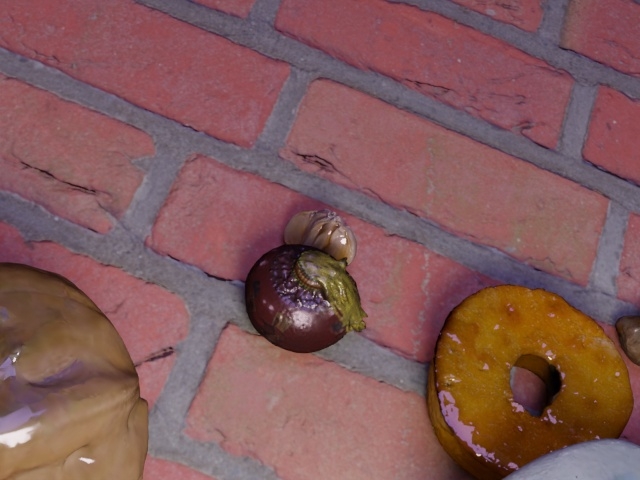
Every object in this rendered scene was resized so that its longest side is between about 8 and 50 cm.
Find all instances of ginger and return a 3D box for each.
[{"bbox_3d":[0.522,0.110,1.712,0.104,0.080,0.204,39,58,17],"label":"ginger"}]

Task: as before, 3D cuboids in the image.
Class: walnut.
[{"bbox_3d":[-0.373,0.212,1.251,0.384,0.383,0.383,7,56,-11],"label":"walnut"}]

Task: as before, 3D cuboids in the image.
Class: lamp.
[{"bbox_3d":[-0.023,0.070,1.549,0.157,0.135,0.156,-21,65,-24],"label":"lamp"}]

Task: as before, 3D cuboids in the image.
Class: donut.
[{"bbox_3d":[0.271,0.209,1.561,0.303,0.110,0.302,9,56,-13],"label":"donut"}]

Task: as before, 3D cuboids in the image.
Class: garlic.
[{"bbox_3d":[0.003,-0.004,1.641,0.113,0.094,0.074,31,15,12],"label":"garlic"}]

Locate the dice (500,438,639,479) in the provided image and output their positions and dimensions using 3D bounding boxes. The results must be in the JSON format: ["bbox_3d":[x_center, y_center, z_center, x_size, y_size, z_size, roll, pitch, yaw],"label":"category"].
[{"bbox_3d":[0.306,0.402,1.305,0.268,0.262,0.264,-1,46,-39],"label":"dice"}]
